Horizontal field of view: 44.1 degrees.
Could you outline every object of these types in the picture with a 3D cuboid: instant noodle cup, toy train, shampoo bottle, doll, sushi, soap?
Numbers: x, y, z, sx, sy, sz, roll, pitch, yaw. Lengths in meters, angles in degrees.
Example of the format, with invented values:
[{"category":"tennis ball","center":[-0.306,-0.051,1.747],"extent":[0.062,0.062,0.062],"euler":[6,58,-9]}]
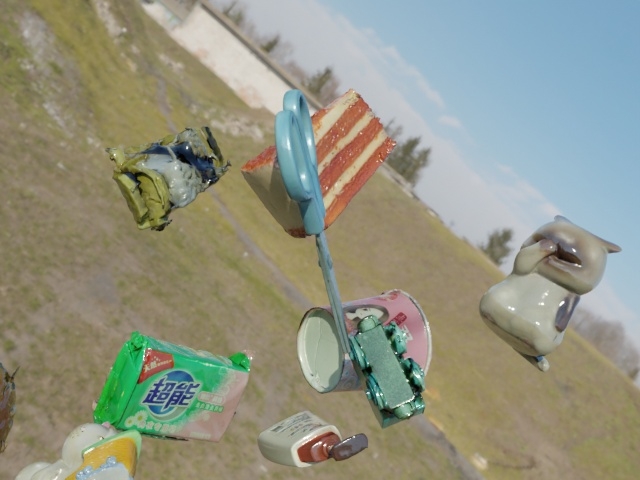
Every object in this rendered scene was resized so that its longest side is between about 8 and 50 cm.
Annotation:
[{"category":"instant noodle cup","center":[0.092,0.236,1.798],"extent":[0.231,0.243,0.243],"euler":[-1,31,-34]},{"category":"toy train","center":[0.117,0.237,1.407],"extent":[0.154,0.107,0.198],"euler":[85,-17,-61]},{"category":"shampoo bottle","center":[-0.012,0.408,1.596],"extent":[0.284,0.153,0.071],"euler":[-9,-80,62]},{"category":"doll","center":[0.545,0.118,1.931],"extent":[0.215,0.370,0.226],"euler":[32,7,41]},{"category":"sushi","center":[-0.232,-0.114,1.225],"extent":[0.139,0.131,0.291],"euler":[63,25,-14]},{"category":"soap","center":[-0.268,0.274,1.472],"extent":[0.098,0.218,0.273],"euler":[18,-5,43]}]

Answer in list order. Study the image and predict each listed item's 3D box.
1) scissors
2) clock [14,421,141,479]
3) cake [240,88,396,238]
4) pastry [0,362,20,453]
[{"category":"scissors","center":[0.000,0.000,1.177],"extent":[0.193,0.029,0.447],"euler":[-83,163,-56]},{"category":"clock","center":[-0.359,0.348,1.144],"extent":[0.144,0.231,0.103],"euler":[33,-25,59]},{"category":"cake","center":[0.012,-0.135,1.344],"extent":[0.158,0.262,0.159],"euler":[51,-2,-18]},{"category":"pastry","center":[-0.798,0.418,1.746],"extent":[0.136,0.330,0.329],"euler":[13,0,12]}]
